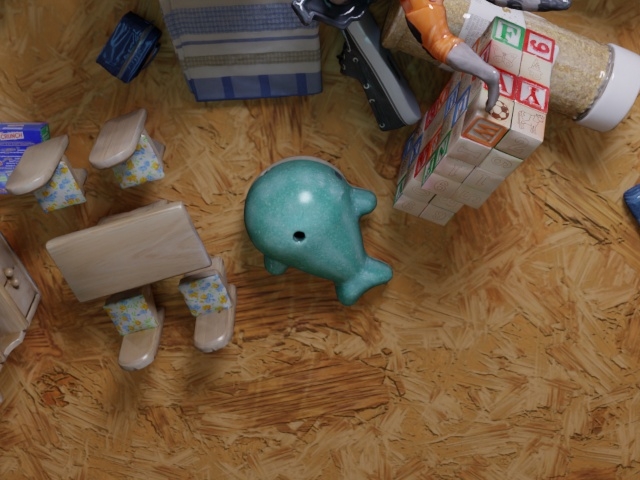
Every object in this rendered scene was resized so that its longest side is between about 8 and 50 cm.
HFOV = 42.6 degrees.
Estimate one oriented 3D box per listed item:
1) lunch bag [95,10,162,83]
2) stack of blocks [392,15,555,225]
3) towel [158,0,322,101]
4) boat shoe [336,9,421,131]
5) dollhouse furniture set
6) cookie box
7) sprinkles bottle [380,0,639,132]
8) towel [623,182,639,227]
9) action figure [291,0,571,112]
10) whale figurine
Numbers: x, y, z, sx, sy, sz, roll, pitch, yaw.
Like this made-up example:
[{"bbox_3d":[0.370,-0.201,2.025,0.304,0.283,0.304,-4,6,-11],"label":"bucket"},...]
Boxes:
[{"bbox_3d":[-0.271,-0.281,1.189,0.065,0.067,0.098,34,110,-14],"label":"lunch bag"},{"bbox_3d":[0.196,-0.135,1.115,0.087,0.171,0.297,20,150,-8],"label":"stack of blocks"},{"bbox_3d":[-0.105,-0.289,1.119,0.209,0.034,0.285,-3,153,3],"label":"towel"},{"bbox_3d":[0.064,-0.257,1.193,0.076,0.080,0.228,-23,119,24],"label":"boat shoe"},{"bbox_3d":[-0.370,0.065,1.223,0.394,0.256,0.362,-16,123,9],"label":"dollhouse furniture set"},{"bbox_3d":[-0.467,-0.129,1.279,0.092,0.040,0.107,1,116,0],"label":"cookie box"},{"bbox_3d":[0.267,-0.266,1.154,0.356,0.121,0.121,19,114,-8],"label":"sprinkles bottle"},{"bbox_3d":[0.536,-0.042,1.305,0.067,0.029,0.119,-32,111,16],"label":"towel"},{"bbox_3d":[0.138,-0.360,0.932,0.330,0.178,0.341,34,88,-2],"label":"action figure"},{"bbox_3d":[0.000,0.000,1.275,0.216,0.141,0.272,-34,111,15],"label":"whale figurine"}]
